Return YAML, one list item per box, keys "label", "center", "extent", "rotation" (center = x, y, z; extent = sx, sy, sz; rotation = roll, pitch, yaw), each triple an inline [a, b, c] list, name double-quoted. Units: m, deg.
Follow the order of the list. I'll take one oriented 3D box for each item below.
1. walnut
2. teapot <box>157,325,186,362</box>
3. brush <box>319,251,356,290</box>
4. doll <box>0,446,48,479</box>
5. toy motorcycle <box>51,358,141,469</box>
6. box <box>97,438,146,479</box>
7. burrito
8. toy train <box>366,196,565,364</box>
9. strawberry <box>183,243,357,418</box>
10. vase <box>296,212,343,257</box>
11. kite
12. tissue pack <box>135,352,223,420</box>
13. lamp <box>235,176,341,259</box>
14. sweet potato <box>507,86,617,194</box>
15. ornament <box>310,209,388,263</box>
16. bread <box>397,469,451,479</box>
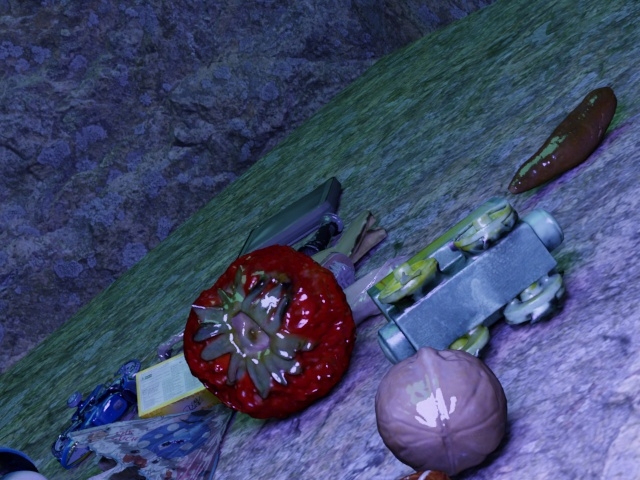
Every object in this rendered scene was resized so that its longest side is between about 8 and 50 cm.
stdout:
- label: "walnut"
  center: [0.127, 0.180, 1.219]
  extent: [0.140, 0.140, 0.162]
  rotation: [-34, 24, 10]
- label: "teapot"
  center: [-0.208, 0.191, 2.131]
  extent: [0.200, 0.107, 0.077]
  rotation: [-36, 15, 3]
- label: "brush"
  center: [-0.056, 0.142, 2.024]
  extent: [0.327, 0.070, 0.065]
  rotation: [-41, 23, -16]
- label: "doll"
  center: [-0.582, 0.455, 2.092]
  extent: [0.177, 0.141, 0.314]
  rotation: [-6, 6, -35]
- label: "toy motorcycle"
  center: [-0.424, 0.333, 2.237]
  extent: [0.254, 0.092, 0.135]
  rotation: [-50, 26, -20]
- label: "box"
  center: [-0.311, 0.363, 1.877]
  extent: [0.098, 0.062, 0.045]
  rotation: [-21, 24, 43]
- label: "burrito"
  center: [0.052, 0.107, 1.858]
  extent: [0.275, 0.059, 0.082]
  rotation: [-31, 28, 23]
- label: "toy train"
  center: [0.186, 0.058, 1.470]
  extent: [0.272, 0.159, 0.188]
  rotation: [-36, 6, -1]
- label: "strawberry"
  center: [-0.059, 0.132, 1.713]
  extent: [0.257, 0.257, 0.277]
  rotation: [-32, -4, 17]
- label: "vase"
  center: [0.000, 0.000, 2.396]
  extent: [0.059, 0.059, 0.167]
  rotation: [-29, 14, 27]
- label: "kite"
  center: [-0.269, 0.328, 1.778]
  extent: [0.368, 0.014, 0.406]
  rotation: [-25, 21, -34]
- label: "tissue pack"
  center: [-0.218, 0.242, 1.939]
  extent: [0.176, 0.062, 0.095]
  rotation: [-25, 45, 10]
- label: "lamp"
  center: [-0.073, -0.044, 2.778]
  extent: [0.269, 0.047, 0.266]
  rotation: [-32, 13, 15]
- label: "sweet potato"
  center: [0.398, -0.148, 1.867]
  extent: [0.243, 0.077, 0.077]
  rotation: [-48, 15, -13]
- label: "ornament"
  center: [0.035, 0.032, 2.203]
  extent: [0.201, 0.059, 0.180]
  rotation: [-38, 13, 5]
- label: "bread"
  center: [0.078, 0.290, 1.082]
  extent: [0.160, 0.073, 0.160]
  rotation: [-34, 13, 9]
